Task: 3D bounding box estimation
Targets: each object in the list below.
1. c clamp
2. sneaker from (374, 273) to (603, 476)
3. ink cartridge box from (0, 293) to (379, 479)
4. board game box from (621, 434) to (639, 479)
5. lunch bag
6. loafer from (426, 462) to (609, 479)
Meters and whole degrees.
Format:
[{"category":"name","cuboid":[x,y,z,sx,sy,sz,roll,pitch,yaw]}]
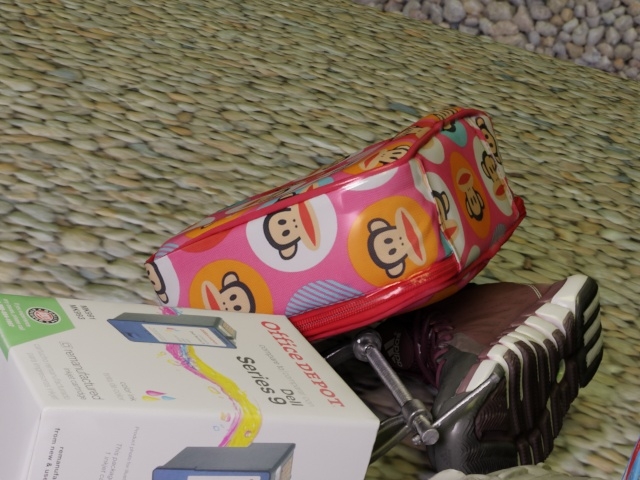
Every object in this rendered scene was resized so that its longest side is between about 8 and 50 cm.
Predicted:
[{"category":"c clamp","cuboid":[0.032,0.105,1.061,0.022,0.137,0.160,55,-6,-30]},{"category":"sneaker","cuboid":[0.093,0.100,1.163,0.162,0.106,0.281,3,17,26]},{"category":"ink cartridge box","cuboid":[-0.095,0.107,0.959,0.212,0.093,0.154,8,20,-28]},{"category":"board game box","cuboid":[0.251,0.212,0.650,0.308,0.086,0.302,22,19,11]},{"category":"lunch bag","cuboid":[0.000,0.000,1.195,0.258,0.120,0.293,-18,5,24]},{"category":"loafer","cuboid":[0.080,0.183,0.875,0.111,0.112,0.319,23,12,36]}]
